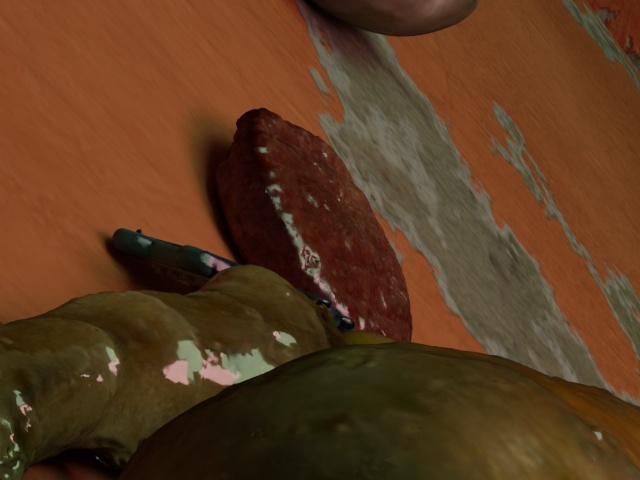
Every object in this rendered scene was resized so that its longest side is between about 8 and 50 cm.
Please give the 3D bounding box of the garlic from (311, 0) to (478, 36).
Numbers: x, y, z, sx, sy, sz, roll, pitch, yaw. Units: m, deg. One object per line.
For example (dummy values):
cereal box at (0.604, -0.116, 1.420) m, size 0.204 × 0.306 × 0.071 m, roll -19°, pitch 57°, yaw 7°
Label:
garlic at (0.015, -0.250, 1.448) m, size 0.318 × 0.112 × 0.143 m, roll 39°, pitch 3°, yaw -32°

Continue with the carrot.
carrot at (0.062, 0.153, 0.697) m, size 0.340 × 0.224 × 0.224 m, roll 8°, pitch 52°, yaw -58°

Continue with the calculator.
calculator at (-0.041, 0.023, 0.919) m, size 0.094 × 0.019 × 0.141 m, roll 14°, pitch -7°, yaw 41°

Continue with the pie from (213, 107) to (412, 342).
pie at (0.000, 0.000, 1.096) m, size 0.182 × 0.049 × 0.182 m, roll 50°, pitch 21°, yaw -27°

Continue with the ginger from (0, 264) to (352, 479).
ginger at (-0.069, 0.074, 0.755) m, size 0.294 × 0.086 × 0.131 m, roll -1°, pitch 70°, yaw -60°

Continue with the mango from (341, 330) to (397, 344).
mango at (0.045, 0.141, 0.929) m, size 0.195 × 0.091 × 0.130 m, roll 65°, pitch 15°, yaw -8°
